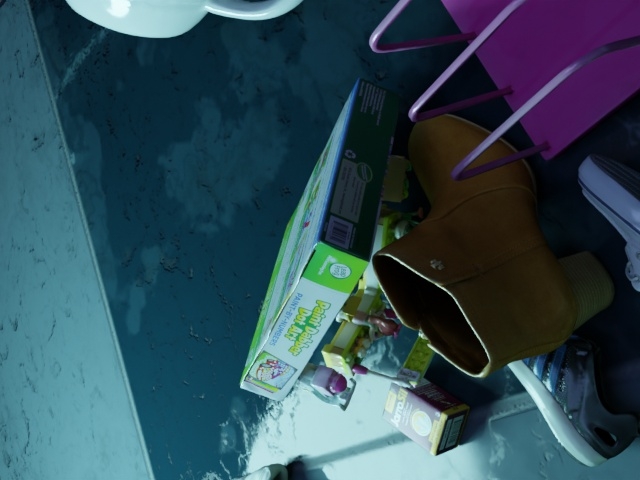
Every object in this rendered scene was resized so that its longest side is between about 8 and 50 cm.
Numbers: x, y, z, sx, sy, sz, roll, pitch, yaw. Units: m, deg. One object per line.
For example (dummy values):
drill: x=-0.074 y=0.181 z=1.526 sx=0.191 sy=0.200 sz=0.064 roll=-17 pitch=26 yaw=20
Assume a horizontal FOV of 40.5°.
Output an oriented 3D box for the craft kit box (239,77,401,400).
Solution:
craft kit box: x=0.000 y=0.000 z=0.898 sx=0.246 sy=0.061 sz=0.249 roll=122 pitch=167 yaw=-45

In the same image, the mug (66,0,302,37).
mug: x=-0.163 y=-0.414 z=1.059 sx=0.374 sy=0.276 sz=0.328 roll=26 pitch=122 yaw=8

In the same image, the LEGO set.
LEGO set: x=0.082 y=0.054 z=0.947 sx=0.107 sy=0.132 sz=0.286 roll=14 pitch=75 yaw=27

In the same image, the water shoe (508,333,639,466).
water shoe: x=0.230 y=0.115 z=0.838 sx=0.080 sy=0.073 sz=0.203 roll=-38 pitch=70 yaw=17

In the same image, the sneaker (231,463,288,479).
sneaker: x=-0.044 y=0.397 z=1.119 sx=0.115 sy=0.090 sz=0.232 roll=-44 pitch=65 yaw=35

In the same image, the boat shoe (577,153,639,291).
boat shoe: x=0.295 y=0.019 z=0.737 sx=0.226 sy=0.083 sz=0.075 roll=49 pitch=124 yaw=30

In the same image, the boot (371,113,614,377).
boot: x=0.122 y=-0.012 z=0.813 sx=0.295 sy=0.211 sz=0.104 roll=51 pitch=134 yaw=29

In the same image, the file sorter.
file sorter: x=0.142 y=-0.225 z=0.751 sx=0.290 sy=0.182 sz=0.202 roll=60 pitch=141 yaw=12

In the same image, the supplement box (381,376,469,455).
supplement box: x=0.116 y=0.192 z=0.964 sx=0.083 sy=0.043 sz=0.054 roll=29 pitch=115 yaw=41
